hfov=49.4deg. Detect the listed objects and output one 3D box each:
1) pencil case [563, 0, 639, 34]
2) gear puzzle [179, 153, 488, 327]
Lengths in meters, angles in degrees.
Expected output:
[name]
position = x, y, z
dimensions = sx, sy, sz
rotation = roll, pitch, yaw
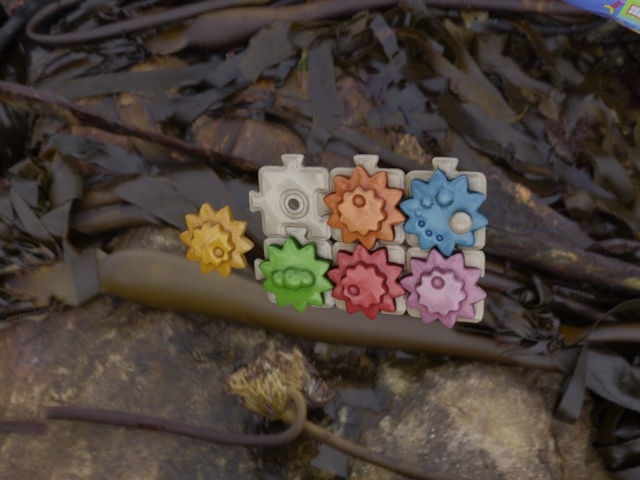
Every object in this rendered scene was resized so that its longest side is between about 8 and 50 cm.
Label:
[pencil case]
position = 0.354, -0.316, 0.822
dimensions = 0.306, 0.133, 0.119
rotation = 27, 54, 12
[gear puzzle]
position = 0.000, 0.000, 0.722
dimensions = 0.339, 0.044, 0.175
rotation = 4, 110, 18
